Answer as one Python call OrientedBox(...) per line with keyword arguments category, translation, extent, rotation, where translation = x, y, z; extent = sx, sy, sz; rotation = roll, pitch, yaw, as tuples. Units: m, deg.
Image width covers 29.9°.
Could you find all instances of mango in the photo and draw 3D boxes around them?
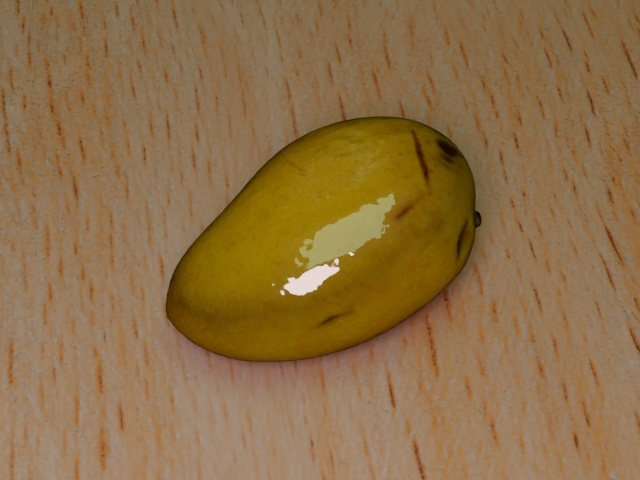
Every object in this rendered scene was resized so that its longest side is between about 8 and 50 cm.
OrientedBox(category="mango", translation=(0.000, 0.000, 1.580), extent=(0.445, 0.220, 0.301), rotation=(-24, 59, -14))
